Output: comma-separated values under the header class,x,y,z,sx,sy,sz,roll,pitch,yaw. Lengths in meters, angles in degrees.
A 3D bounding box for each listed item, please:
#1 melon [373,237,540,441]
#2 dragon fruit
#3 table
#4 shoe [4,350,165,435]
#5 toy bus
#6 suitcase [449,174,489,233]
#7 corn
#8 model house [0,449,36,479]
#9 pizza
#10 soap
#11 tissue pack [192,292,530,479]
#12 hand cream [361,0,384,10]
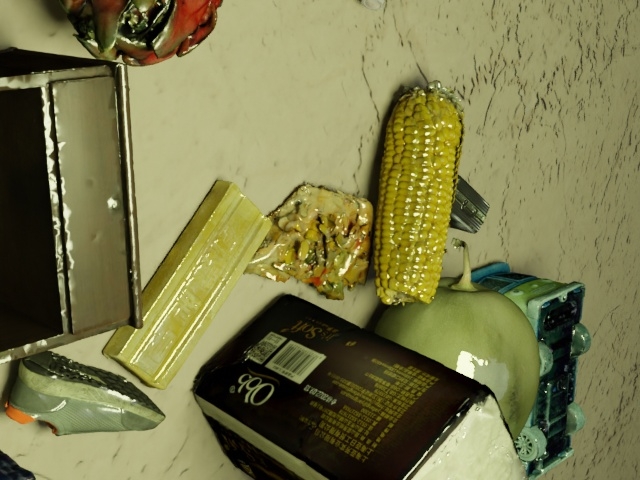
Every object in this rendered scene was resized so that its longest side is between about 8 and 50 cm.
class,x,y,z,sx,sy,sz,roll,pitch,yaw
melon,0.190,0.195,1.408,0.271,0.271,0.308,-34,130,-34
dragon fruit,-0.174,-0.260,0.956,0.182,0.182,0.189,36,86,-45
table,-0.330,-0.026,0.845,0.282,0.196,0.251,-16,114,-42
shoe,-0.261,0.183,1.077,0.194,0.074,0.077,32,90,-43
toy bus,0.319,0.210,1.587,0.152,0.190,0.313,-16,113,-42
suitcase,0.191,-0.062,1.449,0.126,0.086,0.059,35,77,-45
corn,0.130,-0.067,1.340,0.115,0.115,0.318,24,70,-47
model house,-0.350,0.268,0.912,0.170,0.193,0.211,-48,132,-22
pizza,0.000,0.000,1.286,0.226,0.069,0.147,18,91,-47
soap,-0.155,0.054,1.165,0.092,0.037,0.252,46,69,-42
tissue pack,0.030,0.226,1.173,0.210,0.370,0.198,-45,129,-19
hand cream,0.086,-0.369,1.282,0.084,0.053,0.142,36,66,-45
